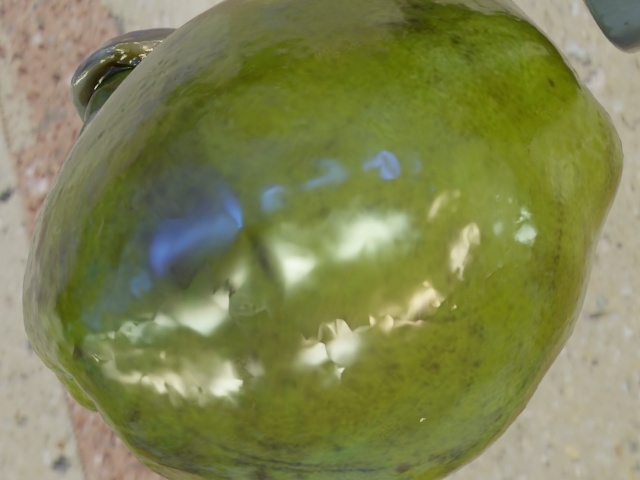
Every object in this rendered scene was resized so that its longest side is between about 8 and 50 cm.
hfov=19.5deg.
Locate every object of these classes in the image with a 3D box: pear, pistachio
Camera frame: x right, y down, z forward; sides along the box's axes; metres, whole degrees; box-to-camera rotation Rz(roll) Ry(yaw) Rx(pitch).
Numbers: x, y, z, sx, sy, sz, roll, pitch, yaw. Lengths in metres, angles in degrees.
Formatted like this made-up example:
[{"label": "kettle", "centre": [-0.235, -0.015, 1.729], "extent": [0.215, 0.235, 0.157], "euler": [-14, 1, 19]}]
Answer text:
[{"label": "pear", "centre": [0.000, 0.000, 1.247], "extent": [0.413, 0.352, 0.352], "euler": [-36, 114, 3]}, {"label": "pistachio", "centre": [-0.108, -0.094, 1.755], "extent": [0.288, 0.166, 0.197], "euler": [20, 134, -31]}]

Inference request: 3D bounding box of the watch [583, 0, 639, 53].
[{"label": "watch", "centre": [0.227, -0.292, 1.192], "extent": [0.314, 0.335, 0.327], "euler": [-11, 86, 22]}]
